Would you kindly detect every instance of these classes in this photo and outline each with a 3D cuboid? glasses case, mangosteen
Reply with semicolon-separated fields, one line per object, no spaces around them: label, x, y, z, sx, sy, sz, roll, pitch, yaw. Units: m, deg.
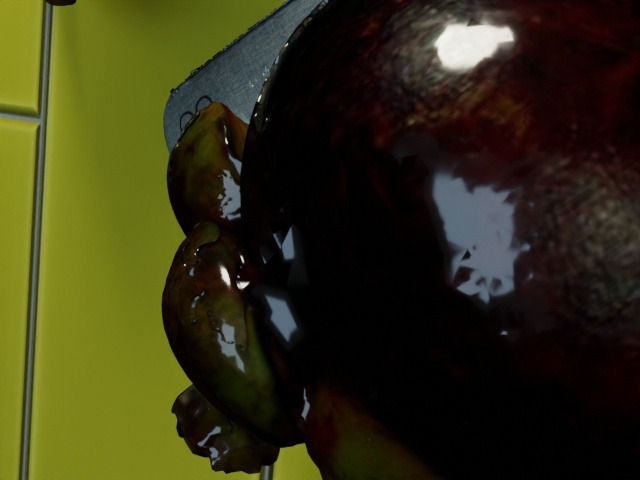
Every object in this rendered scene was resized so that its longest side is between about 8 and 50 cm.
glasses case;-0.034;-0.144;0.899;0.282;0.067;0.109;-31;81;31
mangosteen;0.101;-0.002;0.660;0.421;0.381;0.381;-24;83;35

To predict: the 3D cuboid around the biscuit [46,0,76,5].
biscuit;-0.252;-0.388;0.889;0.046;0.359;0.359;-3;94;-12
